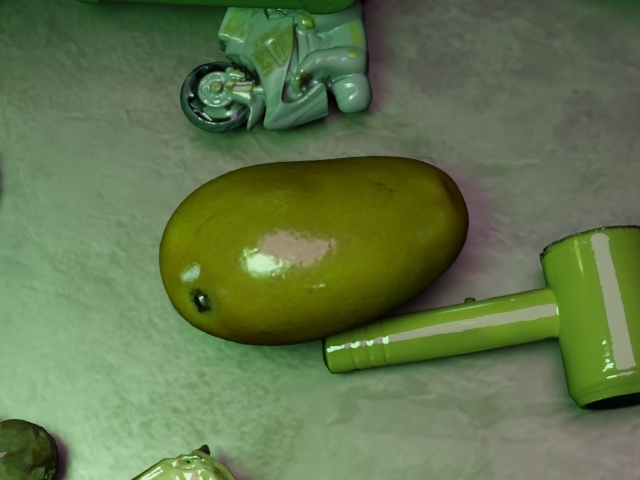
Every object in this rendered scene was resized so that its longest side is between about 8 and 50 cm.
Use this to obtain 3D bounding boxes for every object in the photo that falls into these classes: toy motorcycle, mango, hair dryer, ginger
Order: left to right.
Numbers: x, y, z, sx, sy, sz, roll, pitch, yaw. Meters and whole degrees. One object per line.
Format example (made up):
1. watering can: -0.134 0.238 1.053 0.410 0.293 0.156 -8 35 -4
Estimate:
1. ginger: -0.310 0.160 1.205 0.204 0.080 0.104 19 69 10
2. toy motorcycle: -0.013 -0.172 1.300 0.152 0.073 0.225 27 75 7
3. mango: -0.002 0.004 1.196 0.254 0.139 0.175 -13 31 -3
4. hair dryer: 0.141 0.081 1.219 0.279 0.090 0.135 -10 75 6

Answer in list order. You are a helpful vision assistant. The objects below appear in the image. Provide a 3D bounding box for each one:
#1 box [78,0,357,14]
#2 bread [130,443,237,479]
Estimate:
1. box: -0.092 -0.317 1.252 0.329 0.178 0.253 6 58 21
2. bread: -0.072 0.283 1.144 0.136 0.107 0.241 -35 75 -6
